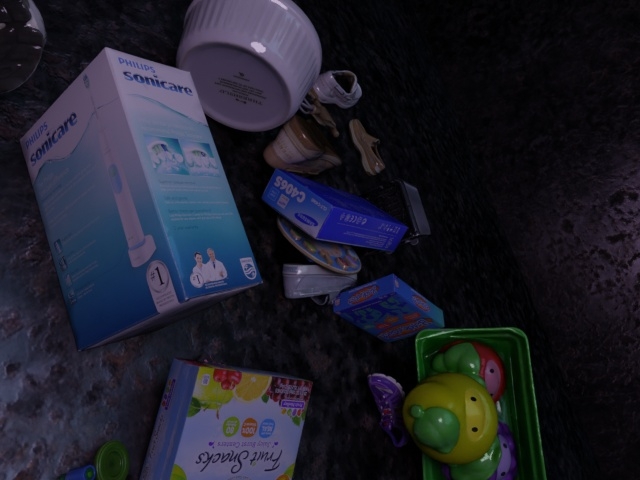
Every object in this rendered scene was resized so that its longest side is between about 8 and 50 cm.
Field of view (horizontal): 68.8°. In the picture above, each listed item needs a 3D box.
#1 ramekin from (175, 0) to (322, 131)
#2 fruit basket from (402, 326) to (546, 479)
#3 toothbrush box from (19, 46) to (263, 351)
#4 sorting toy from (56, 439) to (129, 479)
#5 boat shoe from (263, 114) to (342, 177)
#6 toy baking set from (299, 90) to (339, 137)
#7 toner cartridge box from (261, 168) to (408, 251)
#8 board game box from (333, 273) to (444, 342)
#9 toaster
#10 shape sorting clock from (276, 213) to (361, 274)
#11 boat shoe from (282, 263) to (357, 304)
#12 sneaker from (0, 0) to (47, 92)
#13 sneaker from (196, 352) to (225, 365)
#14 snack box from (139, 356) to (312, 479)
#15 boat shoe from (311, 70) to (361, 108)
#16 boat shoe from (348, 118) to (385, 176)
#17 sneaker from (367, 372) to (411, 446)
[{"bbox_3d":[-0.140,-0.323,0.873,0.273,0.273,0.127,37,53,-36],"label":"ramekin"},{"bbox_3d":[0.312,0.362,0.974,0.392,0.283,0.391,-2,90,-82],"label":"fruit basket"},{"bbox_3d":[-0.231,-0.041,0.583,0.126,0.217,0.295,-9,75,-57],"label":"toothbrush box"},{"bbox_3d":[-0.254,0.268,0.509,0.101,0.042,0.061,-86,154,-56],"label":"sorting toy"},{"bbox_3d":[-0.040,-0.204,1.073,0.121,0.110,0.341,56,14,6],"label":"boat shoe"},{"bbox_3d":[-0.026,-0.345,1.205,0.197,0.030,0.256,26,30,-51],"label":"toy baking set"},{"bbox_3d":[0.046,-0.057,1.031,0.165,0.075,0.348,35,14,32],"label":"toner cartridge box"},{"bbox_3d":[0.156,0.160,1.051,0.210,0.160,0.047,34,44,-38],"label":"board game box"},{"bbox_3d":[0.178,-0.064,1.233,0.110,0.168,0.185,6,65,-57],"label":"toaster"},{"bbox_3d":[0.000,0.000,0.980,0.206,0.040,0.206,28,17,-9],"label":"shape sorting clock"},{"bbox_3d":[-0.002,0.092,0.965,0.228,0.079,0.081,10,84,-54],"label":"boat shoe"},{"bbox_3d":[-0.498,-0.342,0.527,0.410,0.158,0.182,45,6,-25],"label":"sneaker"},{"bbox_3d":[-0.144,0.211,0.700,0.119,0.047,0.057,47,25,-28],"label":"sneaker"},{"bbox_3d":[-0.117,0.260,0.625,0.207,0.070,0.174,26,72,-43],"label":"snack box"},{"bbox_3d":[0.073,-0.467,1.420,0.277,0.096,0.098,-28,92,-58],"label":"boat shoe"},{"bbox_3d":[0.149,-0.294,1.434,0.068,0.072,0.189,-12,79,-57],"label":"boat shoe"},{"bbox_3d":[0.149,0.361,0.994,0.071,0.068,0.169,-34,98,-52],"label":"sneaker"}]
